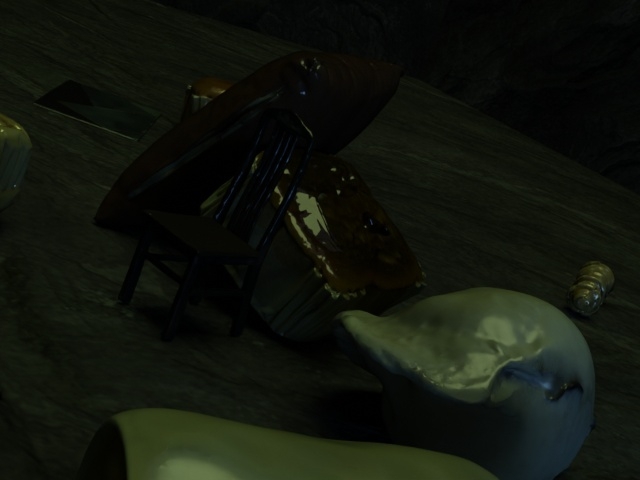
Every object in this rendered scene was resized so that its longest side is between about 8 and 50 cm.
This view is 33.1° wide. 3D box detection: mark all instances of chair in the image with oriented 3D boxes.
[{"bbox_3d":[-0.091,-0.023,0.963,0.084,0.212,0.101,33,19,37],"label":"chair"}]

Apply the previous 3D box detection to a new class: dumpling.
[{"bbox_3d":[0.115,0.127,0.903,0.227,0.243,0.175,10,48,31],"label":"dumpling"}]

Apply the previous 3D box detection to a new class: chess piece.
[{"bbox_3d":[0.392,0.073,1.570,0.060,0.060,0.172,25,18,15],"label":"chess piece"}]

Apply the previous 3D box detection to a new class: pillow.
[{"bbox_3d":[-0.068,-0.112,1.232,0.108,0.308,0.305,60,21,5],"label":"pillow"}]

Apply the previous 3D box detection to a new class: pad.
[{"bbox_3d":[-0.336,-0.203,1.653,0.164,0.004,0.243,19,15,-6],"label":"pad"}]

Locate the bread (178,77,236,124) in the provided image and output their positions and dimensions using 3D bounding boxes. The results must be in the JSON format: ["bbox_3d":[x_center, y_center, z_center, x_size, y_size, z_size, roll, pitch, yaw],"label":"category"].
[{"bbox_3d":[-0.098,-0.179,1.694,0.241,0.107,0.136,17,13,-15],"label":"bread"}]

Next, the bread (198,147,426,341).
[{"bbox_3d":[0.000,-0.001,1.098,0.210,0.110,0.192,-2,54,-56],"label":"bread"}]

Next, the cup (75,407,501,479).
[{"bbox_3d":[0.001,0.187,0.446,0.202,0.173,0.255,14,16,-20],"label":"cup"}]

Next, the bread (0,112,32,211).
[{"bbox_3d":[-0.380,-0.076,0.970,0.140,0.106,0.236,33,20,33],"label":"bread"}]
